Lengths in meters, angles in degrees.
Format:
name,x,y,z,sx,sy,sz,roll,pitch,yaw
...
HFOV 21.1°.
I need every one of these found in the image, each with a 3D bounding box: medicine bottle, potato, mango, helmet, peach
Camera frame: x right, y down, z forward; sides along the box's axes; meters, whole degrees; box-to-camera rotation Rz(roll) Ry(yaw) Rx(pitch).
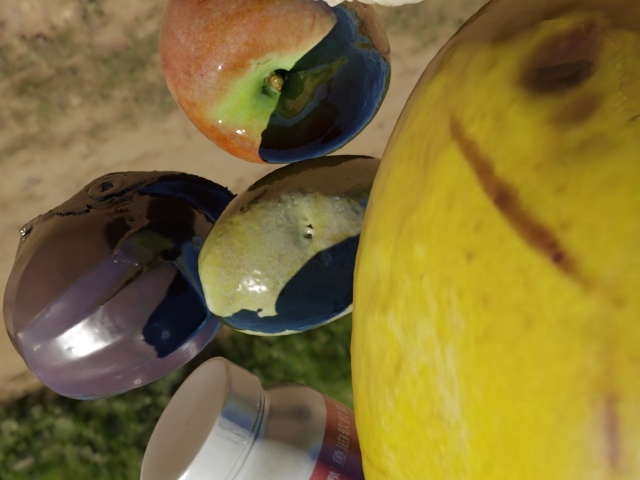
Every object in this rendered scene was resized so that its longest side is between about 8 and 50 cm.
name,x,y,z,sx,sy,sz,roll,pitch,yaw
medicine bottle,0.009,0.183,1.179,0.250,0.131,0.131,32,123,-20
potato,0.000,0.000,1.683,0.251,0.159,0.174,-19,176,-1
mango,0.132,0.103,0.732,0.220,0.301,0.445,-10,116,-34
helmet,-0.218,0.062,1.889,0.305,0.177,0.225,-25,116,23
peach,-0.051,-0.206,1.824,0.252,0.252,0.252,-26,156,-12

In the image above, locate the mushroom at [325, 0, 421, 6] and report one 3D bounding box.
name,x,y,z,sx,sy,sz,roll,pitch,yaw
mushroom,0.047,-0.239,1.153,0.226,0.226,0.178,-2,127,-48
